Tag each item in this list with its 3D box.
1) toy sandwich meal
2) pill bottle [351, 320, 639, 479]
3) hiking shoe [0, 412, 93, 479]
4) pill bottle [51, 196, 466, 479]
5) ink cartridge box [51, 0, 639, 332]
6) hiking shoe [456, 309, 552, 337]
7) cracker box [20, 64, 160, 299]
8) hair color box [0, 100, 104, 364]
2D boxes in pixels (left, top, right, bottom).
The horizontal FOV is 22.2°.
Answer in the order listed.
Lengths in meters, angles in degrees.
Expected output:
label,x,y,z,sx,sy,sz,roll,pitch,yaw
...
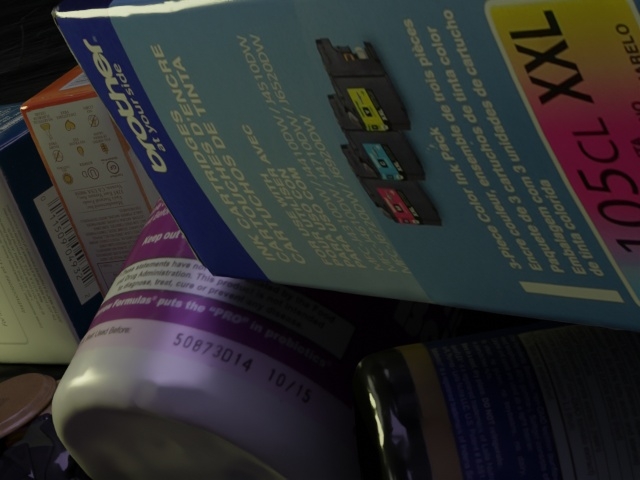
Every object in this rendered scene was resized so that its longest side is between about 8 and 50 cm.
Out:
label,x,y,z,sx,sy,sz,roll,pitch,yaw
toy sandwich meal,-0.202,0.118,1.080,0.085,0.029,0.085,-23,21,10
pill bottle,0.130,0.088,0.663,0.219,0.123,0.123,-9,20,-5
hiking shoe,-0.153,0.174,0.839,0.114,0.086,0.227,-37,16,-4
pill bottle,0.000,0.000,0.837,0.169,0.169,0.301,-3,51,41
ink cartridge box,0.082,-0.107,0.643,0.270,0.151,0.395,-42,24,-27
hiking shoe,0.188,0.003,0.862,0.304,0.113,0.132,-20,31,25
cracker box,-0.068,-0.012,0.974,0.067,0.232,0.156,-7,25,32
hair color box,-0.289,-0.003,1.256,0.347,0.174,0.105,-3,27,41
